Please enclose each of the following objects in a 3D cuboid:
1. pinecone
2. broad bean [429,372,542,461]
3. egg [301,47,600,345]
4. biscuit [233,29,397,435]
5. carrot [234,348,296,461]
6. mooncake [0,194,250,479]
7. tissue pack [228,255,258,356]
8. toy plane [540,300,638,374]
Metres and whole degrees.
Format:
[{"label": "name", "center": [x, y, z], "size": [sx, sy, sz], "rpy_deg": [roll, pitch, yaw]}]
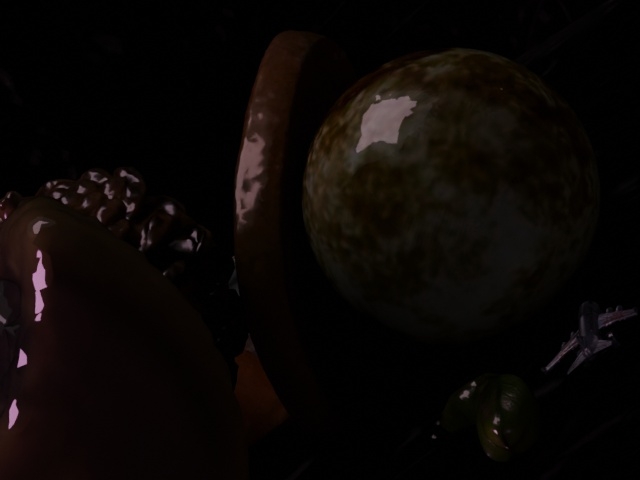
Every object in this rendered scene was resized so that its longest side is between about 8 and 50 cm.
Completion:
[{"label": "pinecone", "center": [-0.170, 0.059, 1.365], "size": [0.243, 0.257, 0.243], "rpy_deg": [-49, 25, 33]}, {"label": "broad bean", "center": [0.115, 0.113, 1.113], "size": [0.061, 0.046, 0.195], "rpy_deg": [-51, 3, -11]}, {"label": "egg", "center": [0.111, -0.039, 1.389], "size": [0.238, 0.238, 0.289], "rpy_deg": [-35, -3, 23]}, {"label": "biscuit", "center": [-0.001, 0.000, 1.513], "size": [0.063, 0.314, 0.367], "rpy_deg": [-7, 46, 17]}, {"label": "carrot", "center": [-0.192, 0.144, 1.572], "size": [0.214, 0.331, 0.193], "rpy_deg": [-56, -2, -8]}, {"label": "mooncake", "center": [-0.246, 0.171, 1.115], "size": [0.394, 0.393, 0.246], "rpy_deg": [-3, 1, -7]}, {"label": "tissue pack", "center": [-0.113, 0.119, 1.919], "size": [0.311, 0.128, 0.228], "rpy_deg": [-44, -3, -44]}, {"label": "toy plane", "center": [0.184, 0.063, 1.156], "size": [0.078, 0.031, 0.083], "rpy_deg": [-35, 7, 22]}]
